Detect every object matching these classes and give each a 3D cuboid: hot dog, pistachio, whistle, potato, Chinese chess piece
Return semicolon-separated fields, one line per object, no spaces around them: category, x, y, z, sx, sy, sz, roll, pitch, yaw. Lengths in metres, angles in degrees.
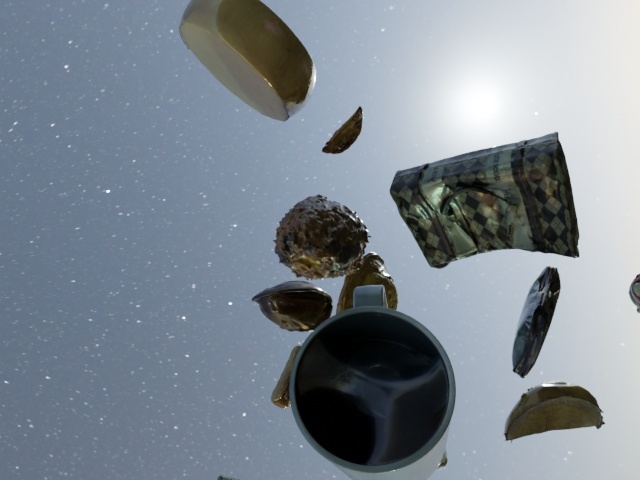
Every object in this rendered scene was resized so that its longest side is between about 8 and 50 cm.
hot dog;-0.103;0.509;1.620;0.084;0.073;0.242;27;-92;-12
pistachio;-0.068;0.164;1.096;0.210;0.165;0.130;15;-133;-19
whistle;0.750;0.111;0.974;0.253;0.106;0.101;25;-118;-64
potato;0.578;0.422;1.130;0.098;0.243;0.138;-84;-23;-62
Chinese chess piece;-0.123;-0.323;0.770;0.097;0.251;0.251;-54;-49;-4

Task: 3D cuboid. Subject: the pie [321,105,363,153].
pie;0.082;-0.344;1.440;0.191;0.033;0.088;-48;-46;0

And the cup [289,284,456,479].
cup;0.092;0.287;0.824;0.257;0.331;0.311;-29;-39;-7

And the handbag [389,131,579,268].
handbag;0.428;-0.076;1.151;0.316;0.416;0.180;62;-141;-26

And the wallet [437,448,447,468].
wallet;0.274;0.507;1.375;0.083;0.360;0.252;-28;-47;-6

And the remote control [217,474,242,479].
remote control;-0.188;0.586;1.027;0.124;0.018;0.053;33;-162;-31

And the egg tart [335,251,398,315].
egg tart;0.232;0.273;1.978;0.443;0.178;0.443;-22;-63;-51

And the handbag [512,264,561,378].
handbag;0.566;0.200;1.151;0.332;0.075;0.191;-39;-41;-51

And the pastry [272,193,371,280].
pastry;0.016;0.001;1.690;0.405;0.337;0.292;-59;-15;-64
